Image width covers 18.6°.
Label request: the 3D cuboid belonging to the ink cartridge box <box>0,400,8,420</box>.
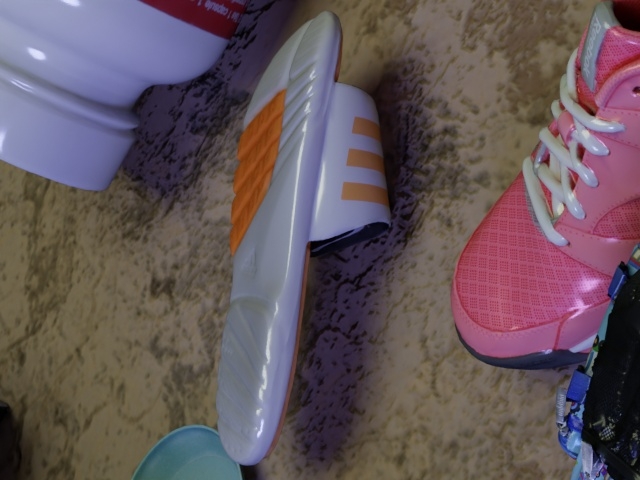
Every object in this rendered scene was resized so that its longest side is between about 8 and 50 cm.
[{"bbox_3d":[-0.351,0.225,1.333,0.130,0.272,0.309,23,91,21],"label":"ink cartridge box"}]

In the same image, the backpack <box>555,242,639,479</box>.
[{"bbox_3d":[0.171,0.105,0.808,0.117,0.158,0.173,38,114,59],"label":"backpack"}]

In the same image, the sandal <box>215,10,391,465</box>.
[{"bbox_3d":[-0.005,0.003,1.120,0.102,0.076,0.265,-21,58,63],"label":"sandal"}]

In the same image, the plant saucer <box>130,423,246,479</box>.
[{"bbox_3d":[-0.078,0.170,1.164,0.119,0.021,0.119,-24,56,41],"label":"plant saucer"}]

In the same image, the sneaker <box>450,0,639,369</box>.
[{"bbox_3d":[0.151,-0.065,0.918,0.314,0.136,0.116,-45,42,26],"label":"sneaker"}]

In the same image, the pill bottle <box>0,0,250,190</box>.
[{"bbox_3d":[-0.123,-0.249,1.254,0.229,0.229,0.407,36,100,51],"label":"pill bottle"}]
